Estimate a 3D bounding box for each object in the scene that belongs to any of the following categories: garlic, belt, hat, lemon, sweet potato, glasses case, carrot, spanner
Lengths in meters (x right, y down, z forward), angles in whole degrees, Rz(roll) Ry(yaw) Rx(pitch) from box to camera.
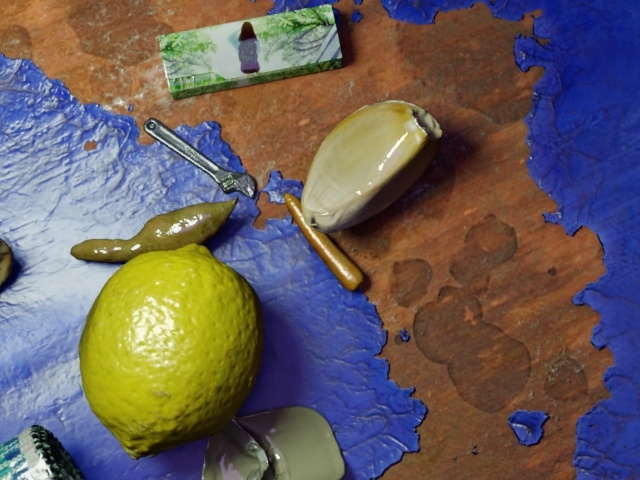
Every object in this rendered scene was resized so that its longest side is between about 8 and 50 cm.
[{"bbox_3d":[0.066,-0.105,1.538,0.245,0.164,0.145,-43,100,-2],"label":"garlic"},{"bbox_3d":[-0.380,0.411,1.419,0.161,0.207,0.295,-28,96,-10],"label":"belt"},{"bbox_3d":[-0.067,0.335,1.511,0.173,0.144,0.166,12,44,-37],"label":"hat"},{"bbox_3d":[-0.207,0.153,1.442,0.254,0.253,0.310,17,80,2],"label":"lemon"},{"bbox_3d":[-0.241,-0.002,1.561,0.270,0.075,0.074,-16,80,5],"label":"sweet potato"},{"bbox_3d":[-0.108,-0.295,1.620,0.272,0.062,0.095,-12,80,-3],"label":"glasses case"},{"bbox_3d":[0.000,0.000,1.581,0.037,0.037,0.190,-38,81,-7],"label":"carrot"},{"bbox_3d":[-0.186,-0.128,1.614,0.209,0.012,0.046,35,81,6],"label":"spanner"}]

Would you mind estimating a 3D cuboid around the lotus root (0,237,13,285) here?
[{"bbox_3d":[-0.575,0.021,1.503,0.199,0.188,0.180,-43,69,-6],"label":"lotus root"}]
